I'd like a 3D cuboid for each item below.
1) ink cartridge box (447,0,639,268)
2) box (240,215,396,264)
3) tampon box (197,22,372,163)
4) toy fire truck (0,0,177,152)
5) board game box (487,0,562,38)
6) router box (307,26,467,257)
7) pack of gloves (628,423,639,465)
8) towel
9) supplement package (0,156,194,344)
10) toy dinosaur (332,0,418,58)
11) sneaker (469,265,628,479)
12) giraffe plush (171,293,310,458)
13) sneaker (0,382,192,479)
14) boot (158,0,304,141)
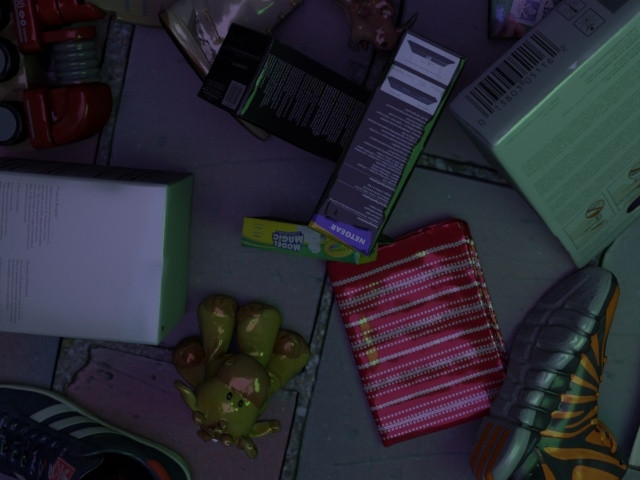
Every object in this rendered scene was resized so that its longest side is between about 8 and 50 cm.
[{"bbox_3d":[0.348,-0.155,1.481,0.308,0.385,0.091,-43,57,4],"label":"ink cartridge box"},{"bbox_3d":[0.000,0.000,1.599,0.179,0.105,0.043,7,94,16],"label":"box"},{"bbox_3d":[-0.043,-0.177,1.528,0.161,0.120,0.101,25,93,-34],"label":"tampon box"},{"bbox_3d":[-0.297,-0.235,1.595,0.246,0.158,0.217,-6,97,15],"label":"toy fire truck"},{"bbox_3d":[0.319,-0.411,1.568,0.213,0.046,0.317,1,98,2],"label":"board game box"},{"bbox_3d":[0.084,-0.122,1.491,0.081,0.309,0.243,26,98,2],"label":"router box"},{"bbox_3d":[0.520,0.196,1.655,0.195,0.046,0.232,10,102,-10],"label":"pack of gloves"},{"bbox_3d":[0.136,0.123,1.664,0.199,0.031,0.275,-17,97,7],"label":"towel"},{"bbox_3d":[-0.309,0.007,1.589,0.263,0.198,0.199,5,98,3],"label":"supplement package"},{"bbox_3d":[0.028,-0.379,1.493,0.200,0.127,0.295,12,140,12],"label":"toy dinosaur"},{"bbox_3d":[0.333,0.202,1.631,0.180,0.124,0.321,30,87,-21],"label":"sneaker"},{"bbox_3d":[-0.117,0.190,1.618,0.181,0.170,0.210,14,99,1],"label":"giraffe plush"},{"bbox_3d":[-0.344,0.289,1.657,0.350,0.148,0.131,16,99,1],"label":"sneaker"},{"bbox_3d":[-0.082,-0.249,1.600,0.165,0.077,0.213,-38,109,-4],"label":"boot"}]
